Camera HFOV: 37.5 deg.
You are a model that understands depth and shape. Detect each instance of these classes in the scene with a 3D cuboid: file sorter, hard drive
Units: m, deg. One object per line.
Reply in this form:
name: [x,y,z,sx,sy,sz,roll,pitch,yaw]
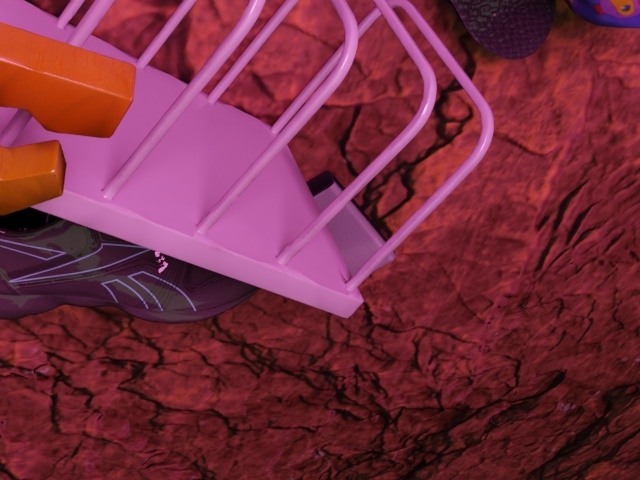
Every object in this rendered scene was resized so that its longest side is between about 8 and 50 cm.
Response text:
file sorter: [-0.055,-0.107,0.575,0.278,0.193,0.173,23,120,-41]
hard drive: [0.000,0.000,0.853,0.094,0.022,0.135,-30,140,11]

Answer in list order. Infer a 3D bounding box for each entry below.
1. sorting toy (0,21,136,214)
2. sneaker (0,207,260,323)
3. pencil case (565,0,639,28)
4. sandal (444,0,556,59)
sorting toy: [-0.244,-0.072,0.367,0.307,0.041,0.229,15,145,-26]
sneaker: [-0.154,0.001,0.721,0.267,0.101,0.106,-3,133,-19]
pencil case: [0.137,-0.249,0.552,0.119,0.133,0.306,-16,148,36]
sandal: [0.102,-0.197,0.668,0.179,0.040,0.067,33,112,-29]
